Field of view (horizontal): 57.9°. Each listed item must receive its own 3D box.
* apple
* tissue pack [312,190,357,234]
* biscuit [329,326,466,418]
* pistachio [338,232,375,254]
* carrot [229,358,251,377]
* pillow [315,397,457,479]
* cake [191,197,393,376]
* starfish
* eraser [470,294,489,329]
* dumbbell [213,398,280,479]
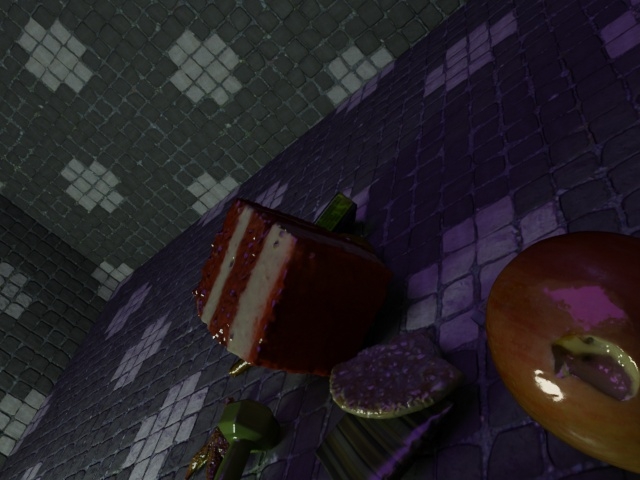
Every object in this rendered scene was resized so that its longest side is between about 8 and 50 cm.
[{"bbox_3d":[0.304,0.103,0.575,0.242,0.242,0.241,-51,28,-10],"label":"apple"},{"bbox_3d":[0.000,0.000,1.479,0.235,0.073,0.173,-52,-7,-10],"label":"tissue pack"},{"bbox_3d":[0.116,0.207,0.905,0.188,0.040,0.265,-41,19,-33],"label":"biscuit"},{"bbox_3d":[0.056,0.037,1.337,0.100,0.110,0.189,-11,5,-24],"label":"pistachio"},{"bbox_3d":[-0.163,0.282,1.421,0.171,0.042,0.042,-40,22,23],"label":"carrot"},{"bbox_3d":[0.092,0.294,0.892,0.212,0.052,0.208,-49,16,-7],"label":"pillow"},{"bbox_3d":[-0.059,0.099,1.147,0.319,0.270,0.269,31,101,57],"label":"cake"},{"bbox_3d":[-0.214,0.440,1.243,0.240,0.043,0.227,-46,20,11],"label":"starfish"},{"bbox_3d":[0.278,0.102,0.921,0.083,0.019,0.038,-48,23,-2],"label":"eraser"},{"bbox_3d":[-0.173,0.443,1.062,0.108,0.121,0.302,113,179,-49],"label":"dumbbell"}]
